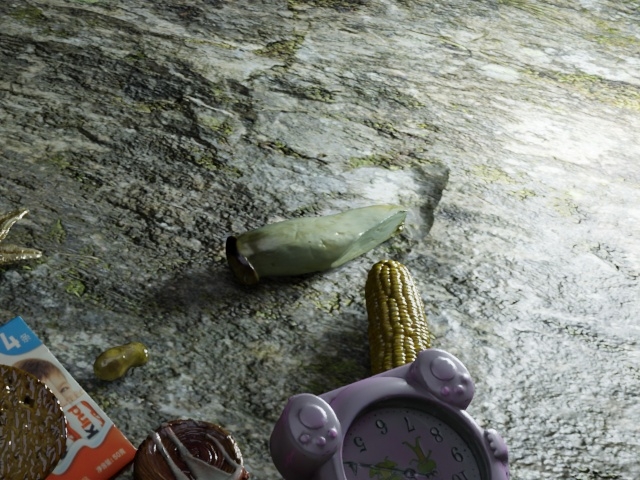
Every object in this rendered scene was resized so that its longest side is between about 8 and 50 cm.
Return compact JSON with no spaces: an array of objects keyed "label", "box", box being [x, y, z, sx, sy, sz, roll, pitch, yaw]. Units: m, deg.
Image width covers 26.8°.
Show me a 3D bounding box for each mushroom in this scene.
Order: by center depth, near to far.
[{"label":"mushroom","box":[0.001,0.002,2.212,0.333,0.087,0.107,-10,41,-22]}]

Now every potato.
[{"label":"potato","box":[-0.296,0.178,1.993,0.092,0.045,0.046,-27,13,-30]}]

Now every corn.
[{"label":"corn","box":[0.120,0.145,2.044,0.102,0.102,0.313,3,38,-4]}]

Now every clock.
[{"label":"clock","box":[0.116,0.322,1.762,0.295,0.113,0.322,-16,62,-28]}]

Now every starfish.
[{"label":"starfish","box":[-0.575,0.006,2.161,0.247,0.050,0.138,-10,41,-23]}]

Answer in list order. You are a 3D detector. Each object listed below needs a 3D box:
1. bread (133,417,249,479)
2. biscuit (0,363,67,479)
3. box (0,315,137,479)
[{"label":"bread","box":[-0.177,0.319,1.816,0.160,0.073,0.160,6,37,-4]},{"label":"biscuit","box":[-0.423,0.246,1.755,0.188,0.027,0.188,13,53,-17]},{"label":"box","box":[-0.424,0.269,1.788,0.265,0.048,0.273,46,51,8]}]
